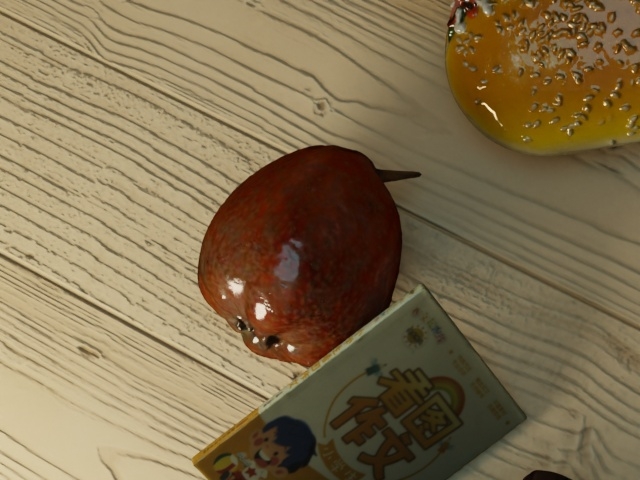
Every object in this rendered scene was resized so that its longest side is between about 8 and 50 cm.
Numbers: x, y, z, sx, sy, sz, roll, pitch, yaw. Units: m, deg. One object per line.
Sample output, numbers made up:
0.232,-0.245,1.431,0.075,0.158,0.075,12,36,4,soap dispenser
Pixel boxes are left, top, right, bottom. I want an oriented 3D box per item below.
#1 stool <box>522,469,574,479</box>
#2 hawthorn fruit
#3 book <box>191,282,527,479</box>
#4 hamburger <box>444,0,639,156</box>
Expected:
0.248,0.369,1.445,0.272,0.272,0.178,44,106,14,stool
0.000,0.000,1.584,0.210,0.210,0.262,36,70,14,hawthorn fruit
0.043,0.202,1.558,0.295,0.020,0.208,-38,117,3,book
0.276,-0.205,1.581,0.295,0.151,0.227,-11,82,7,hamburger
